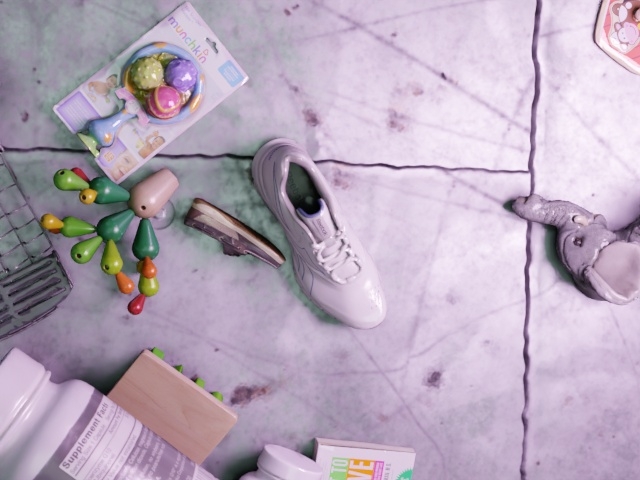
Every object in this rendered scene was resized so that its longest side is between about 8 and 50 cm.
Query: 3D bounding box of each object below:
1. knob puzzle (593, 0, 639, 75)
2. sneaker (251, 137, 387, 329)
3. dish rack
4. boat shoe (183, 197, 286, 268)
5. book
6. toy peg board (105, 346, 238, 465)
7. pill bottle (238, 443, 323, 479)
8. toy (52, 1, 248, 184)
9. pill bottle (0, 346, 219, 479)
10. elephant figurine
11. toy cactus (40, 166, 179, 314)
[{"bbox_3d":[0.486,-0.320,1.699,0.213,0.030,0.213,-1,96,-7],"label":"knob puzzle"},{"bbox_3d":[0.000,0.000,1.619,0.111,0.129,0.297,-33,100,-5],"label":"sneaker"},{"bbox_3d":[-0.468,0.006,1.586,0.208,0.074,0.271,-28,99,-3],"label":"dish rack"},{"bbox_3d":[-0.120,-0.002,1.643,0.152,0.056,0.049,34,96,0],"label":"boat shoe"},{"bbox_3d":[0.058,0.342,1.713,0.144,0.035,0.096,7,99,-9],"label":"book"},{"bbox_3d":[-0.222,0.243,1.651,0.161,0.079,0.160,37,106,-9],"label":"toy peg board"},{"bbox_3d":[-0.079,0.402,1.653,0.121,0.121,0.216,23,93,-9],"label":"pill bottle"},{"bbox_3d":[-0.228,-0.199,1.604,0.237,0.056,0.137,-39,101,-2],"label":"toy"},{"bbox_3d":[-0.303,0.311,1.528,0.361,0.204,0.204,38,90,-9],"label":"pill bottle"},{"bbox_3d":[0.415,0.022,1.680,0.239,0.186,0.169,-15,141,5],"label":"elephant figurine"},{"bbox_3d":[-0.267,-0.025,1.602,0.180,0.112,0.219,-45,105,-24],"label":"toy cactus"}]
